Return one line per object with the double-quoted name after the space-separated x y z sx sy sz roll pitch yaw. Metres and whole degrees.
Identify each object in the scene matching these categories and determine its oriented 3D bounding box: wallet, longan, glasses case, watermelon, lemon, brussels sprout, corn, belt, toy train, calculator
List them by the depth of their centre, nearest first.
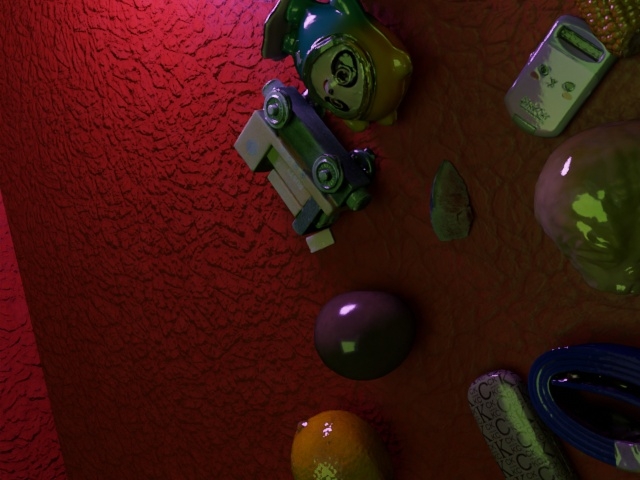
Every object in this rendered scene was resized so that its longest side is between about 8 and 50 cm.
0.483 -0.512 1.203 0.144 0.144 0.387 -35 78 36 "corn"
0.522 -0.071 1.204 0.274 0.242 0.316 26 95 11 "brussels sprout"
0.570 0.310 1.281 0.347 0.117 0.212 14 97 45 "belt"
0.464 -0.318 1.317 0.141 0.045 0.246 44 121 21 "calculator"
0.442 0.448 1.464 0.137 0.085 0.354 -33 79 35 "glasses case"
0.281 -0.086 1.503 0.094 0.081 0.180 -14 97 13 "watermelon"
0.096 0.216 1.603 0.246 0.246 0.215 23 126 32 "longan"
-0.038 -0.197 1.657 0.397 0.160 0.253 53 132 17 "toy train"
0.053 0.553 1.680 0.267 0.267 0.267 8 104 36 "lemon"
0.000 0.000 1.752 0.083 0.011 0.044 -24 85 37 "wallet"

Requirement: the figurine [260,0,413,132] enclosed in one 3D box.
0.054 -0.406 1.511 0.340 0.231 0.323 38 145 15 "figurine"
